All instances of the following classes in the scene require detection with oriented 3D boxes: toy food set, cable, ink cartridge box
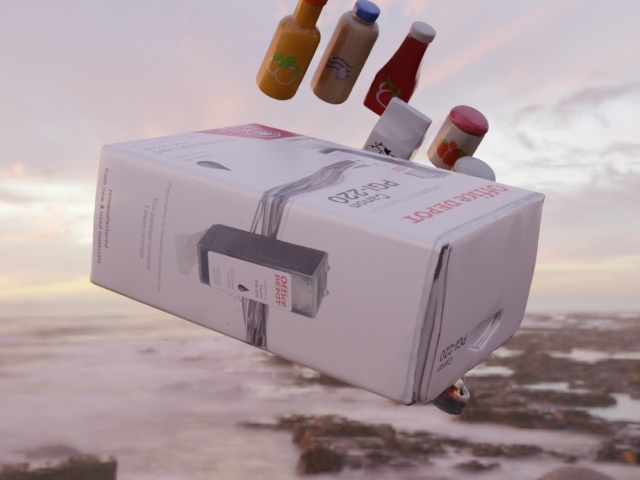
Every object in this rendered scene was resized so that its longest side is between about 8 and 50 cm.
[{"bbox_3d":[0.070,-0.133,0.798,0.232,0.104,0.111,34,37,8],"label":"toy food set"},{"bbox_3d":[0.138,0.131,1.152,0.139,0.072,0.287,40,12,-2],"label":"cable"},{"bbox_3d":[0.000,0.000,0.528,0.218,0.092,0.159,19,21,27],"label":"ink cartridge box"}]
